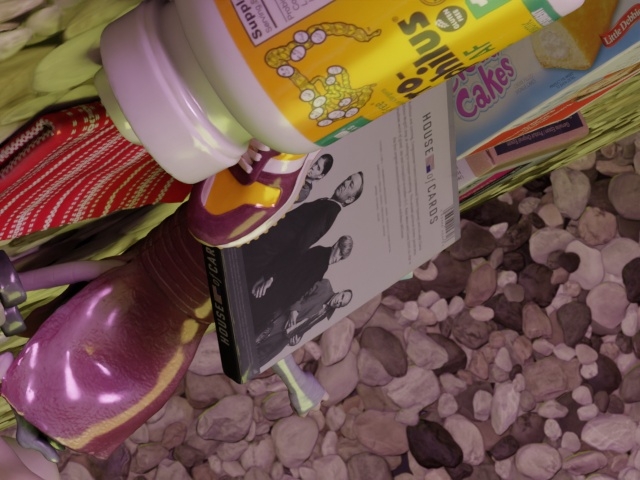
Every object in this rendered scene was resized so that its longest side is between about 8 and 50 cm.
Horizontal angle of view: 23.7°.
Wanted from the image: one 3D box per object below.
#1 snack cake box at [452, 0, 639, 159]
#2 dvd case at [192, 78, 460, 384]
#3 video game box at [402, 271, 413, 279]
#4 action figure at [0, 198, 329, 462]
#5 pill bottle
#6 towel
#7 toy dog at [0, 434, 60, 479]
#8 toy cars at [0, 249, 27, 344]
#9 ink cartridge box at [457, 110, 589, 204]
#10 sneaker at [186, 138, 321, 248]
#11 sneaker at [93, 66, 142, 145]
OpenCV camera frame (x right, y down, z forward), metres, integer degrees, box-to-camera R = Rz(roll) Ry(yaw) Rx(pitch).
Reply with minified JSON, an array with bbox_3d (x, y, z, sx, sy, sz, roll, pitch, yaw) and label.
[{"bbox_3d":[0.216,-0.169,1.238,0.152,0.089,0.264,-24,174,-39],"label":"snack cake box"},{"bbox_3d":[0.013,-0.020,1.147,0.238,0.029,0.179,-33,135,-31],"label":"dvd case"},{"bbox_3d":[0.000,0.000,1.531,0.187,0.048,0.205,-8,158,-1],"label":"video game box"},{"bbox_3d":[-0.113,0.012,1.281,0.275,0.248,0.370,33,117,-32],"label":"action figure"},{"bbox_3d":[0.007,-0.112,0.703,0.208,0.118,0.117,-28,174,15],"label":"pill bottle"},{"bbox_3d":[-0.134,-0.053,1.034,0.199,0.031,0.275,-32,172,38],"label":"towel"},{"bbox_3d":[-0.393,0.216,1.208,0.285,0.395,0.408,-61,179,-17],"label":"toy dog"},{"bbox_3d":[-0.290,0.038,0.836,0.176,0.087,0.393,-30,171,26],"label":"toy cars"},{"bbox_3d":[0.140,-0.086,1.638,0.193,0.088,0.234,-22,173,-47],"label":"ink cartridge box"},{"bbox_3d":[-0.029,-0.079,0.983,0.185,0.069,0.084,-49,151,-2],"label":"sneaker"},{"bbox_3d":[-0.076,-0.091,0.861,0.070,0.051,0.134,-30,177,15],"label":"sneaker"}]
